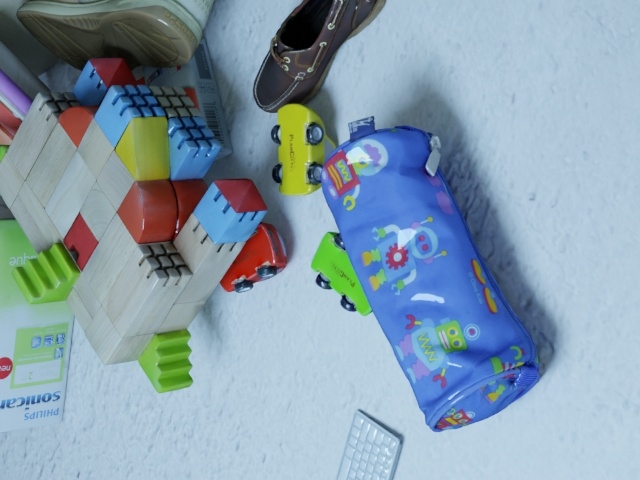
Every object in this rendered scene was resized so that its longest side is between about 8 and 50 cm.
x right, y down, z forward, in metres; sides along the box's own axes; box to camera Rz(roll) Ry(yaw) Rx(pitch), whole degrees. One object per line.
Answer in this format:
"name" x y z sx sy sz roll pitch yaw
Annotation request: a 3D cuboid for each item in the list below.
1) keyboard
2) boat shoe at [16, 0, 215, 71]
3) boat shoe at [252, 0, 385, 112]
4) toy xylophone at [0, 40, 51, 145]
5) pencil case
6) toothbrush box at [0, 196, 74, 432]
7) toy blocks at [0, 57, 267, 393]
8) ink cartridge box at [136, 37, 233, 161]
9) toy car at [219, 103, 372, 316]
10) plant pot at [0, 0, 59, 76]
"keyboard" 0.030 0.312 1.598 0.072 0.014 0.256 28 111 38
"boat shoe" -0.231 -0.267 1.729 0.341 0.121 0.110 9 62 48
"boat shoe" -0.017 -0.213 1.570 0.207 0.073 0.073 -50 62 34
"toy xylophone" -0.449 -0.171 1.872 0.322 0.236 0.081 -10 48 46
"pencil case" 0.106 0.028 1.438 0.133 0.119 0.306 -33 70 28
"toothbrush box" -0.428 0.095 1.880 0.122 0.206 0.283 20 105 41
"toy blocks" -0.215 -0.059 1.640 0.381 0.190 0.261 54 127 26
"ink cartridge box" -0.190 -0.143 1.754 0.179 0.045 0.145 -23 77 39
"toy car" 0.000 0.000 1.580 0.225 0.053 0.239 42 120 32
"plant pot" -0.461 -0.348 1.894 0.284 0.191 0.284 4 95 42
